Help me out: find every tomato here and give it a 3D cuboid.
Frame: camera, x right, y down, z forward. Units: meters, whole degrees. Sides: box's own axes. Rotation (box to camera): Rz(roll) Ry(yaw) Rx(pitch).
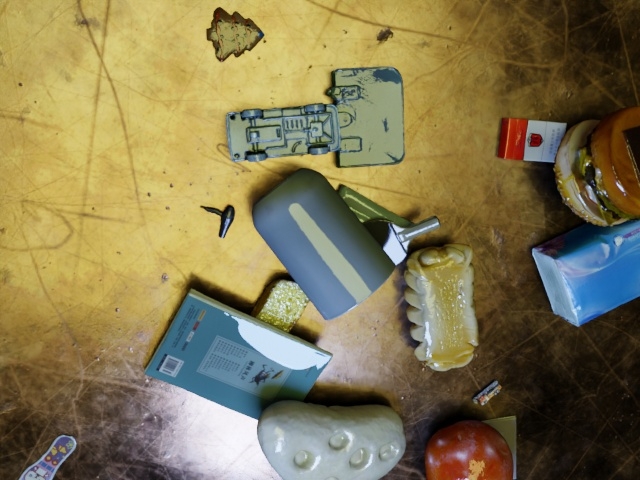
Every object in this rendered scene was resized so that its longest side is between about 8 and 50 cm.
[{"bbox_3d":[0.374,0.567,1.779,0.232,0.188,0.231,0,101,0],"label":"tomato"}]

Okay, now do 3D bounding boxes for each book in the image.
[{"bbox_3d":[0.464,0.562,1.890,0.127,0.014,0.181,-6,102,-9],"label":"book"},{"bbox_3d":[-0.193,0.293,1.676,0.380,0.031,0.264,27,114,-15],"label":"book"}]

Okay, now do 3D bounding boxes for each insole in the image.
[{"bbox_3d":[-0.657,0.543,1.693,0.065,0.004,0.197,42,92,-14],"label":"insole"}]

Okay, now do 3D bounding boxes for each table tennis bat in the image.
[{"bbox_3d":[0.167,0.000,1.685,0.247,0.022,0.138,-24,115,15],"label":"table tennis bat"}]

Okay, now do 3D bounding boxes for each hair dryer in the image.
[{"bbox_3d":[-0.244,-0.053,1.646,0.083,0.031,0.078,23,105,0],"label":"hair dryer"}]

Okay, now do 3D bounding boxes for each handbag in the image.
[{"bbox_3d":[0.104,-0.284,1.639,0.179,0.062,0.229,-4,101,-9],"label":"handbag"}]

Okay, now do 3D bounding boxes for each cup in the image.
[{"bbox_3d":[0.000,0.000,1.591,0.205,0.205,0.312,-38,98,-1],"label":"cup"}]

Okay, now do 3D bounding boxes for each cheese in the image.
[{"bbox_3d":[0.038,0.477,1.714,0.329,0.129,0.350,-29,119,-7],"label":"cheese"}]

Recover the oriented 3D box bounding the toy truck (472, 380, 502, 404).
[{"bbox_3d":[0.437,0.402,1.849,0.083,0.024,0.032,-41,82,-2],"label":"toy truck"}]

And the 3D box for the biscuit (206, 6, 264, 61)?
[{"bbox_3d":[-0.189,-0.460,1.575,0.130,0.019,0.119,-5,102,-9],"label":"biscuit"}]

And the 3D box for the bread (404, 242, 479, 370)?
[{"bbox_3d":[0.292,0.164,1.727,0.173,0.121,0.311,-7,102,-11],"label":"bread"}]

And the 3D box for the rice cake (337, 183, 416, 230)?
[{"bbox_3d":[0.129,-0.050,1.700,0.222,0.042,0.080,27,94,-15],"label":"rice cake"}]

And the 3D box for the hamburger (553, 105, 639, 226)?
[{"bbox_3d":[0.694,-0.166,1.661,0.291,0.225,0.290,6,76,-27],"label":"hamburger"}]

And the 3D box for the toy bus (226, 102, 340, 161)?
[{"bbox_3d":[-0.085,-0.242,1.577,0.247,0.134,0.113,-7,100,-8],"label":"toy bus"}]

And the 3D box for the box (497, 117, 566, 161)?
[{"bbox_3d":[0.518,-0.245,1.731,0.152,0.048,0.100,3,98,-8],"label":"box"}]

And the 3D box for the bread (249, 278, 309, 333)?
[{"bbox_3d":[-0.099,0.164,1.689,0.103,0.065,0.187,30,98,-15],"label":"bread"}]

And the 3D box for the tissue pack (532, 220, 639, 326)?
[{"bbox_3d":[0.700,0.063,1.768,0.264,0.146,0.198,-25,105,-5],"label":"tissue pack"}]
